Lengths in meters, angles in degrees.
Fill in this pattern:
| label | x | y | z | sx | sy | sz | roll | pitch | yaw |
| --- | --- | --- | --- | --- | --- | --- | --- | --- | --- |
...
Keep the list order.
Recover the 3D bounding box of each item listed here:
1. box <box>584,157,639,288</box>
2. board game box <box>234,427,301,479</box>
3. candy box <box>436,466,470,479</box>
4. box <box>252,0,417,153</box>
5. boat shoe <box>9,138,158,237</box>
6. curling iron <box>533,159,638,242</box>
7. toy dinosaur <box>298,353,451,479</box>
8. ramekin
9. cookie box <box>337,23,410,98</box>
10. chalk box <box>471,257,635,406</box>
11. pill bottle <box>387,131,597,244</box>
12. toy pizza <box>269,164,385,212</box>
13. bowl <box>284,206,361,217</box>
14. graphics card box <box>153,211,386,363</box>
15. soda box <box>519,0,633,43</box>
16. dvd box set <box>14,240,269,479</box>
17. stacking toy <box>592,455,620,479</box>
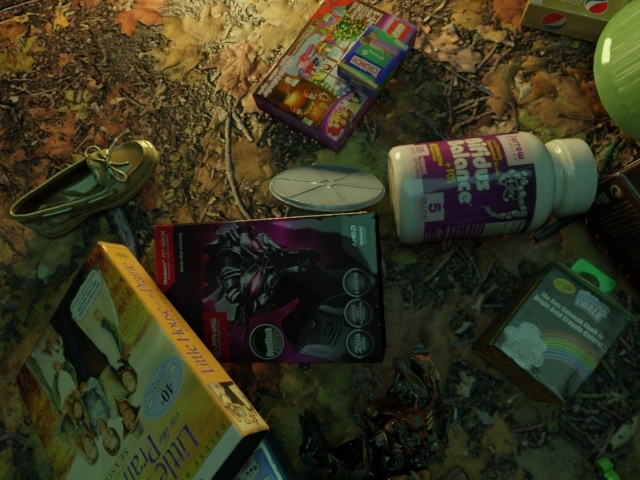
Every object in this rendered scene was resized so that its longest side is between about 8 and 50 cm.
| label | x | y | z | sx | sy | sz | roll | pitch | yaw |
| --- | --- | --- | --- | --- | --- | --- | --- | --- | --- |
| box | 0.599 | 0.028 | 0.669 | 0.191 | 0.143 | 0.381 | -30 | 78 | -3 |
| board game box | -0.132 | 0.503 | 0.663 | 0.308 | 0.086 | 0.302 | -32 | 74 | -3 |
| candy box | 0.229 | 0.432 | 0.601 | 0.070 | 0.165 | 0.196 | -30 | 74 | -1 |
| box | 0.031 | -0.344 | 0.895 | 0.201 | 0.057 | 0.293 | 32 | 80 | 13 |
| boat shoe | -0.449 | -0.107 | 0.866 | 0.285 | 0.089 | 0.104 | -37 | 73 | -5 |
| curling iron | 0.494 | -0.070 | 0.778 | 0.274 | 0.035 | 0.068 | -28 | 73 | -2 |
| toy dinosaur | 0.094 | 0.330 | 0.649 | 0.218 | 0.164 | 0.321 | 7 | 74 | -21 |
| ramekin | 0.642 | -0.308 | 0.735 | 0.304 | 0.148 | 0.303 | 0 | 85 | -2 |
| cookie box | 0.098 | -0.333 | 0.834 | 0.092 | 0.040 | 0.107 | 36 | 82 | 10 |
| chalk box | 0.361 | 0.126 | 0.690 | 0.132 | 0.132 | 0.213 | 41 | 82 | 16 |
| pill bottle | 0.270 | -0.089 | 0.740 | 0.302 | 0.169 | 0.169 | -7 | 74 | 5 |
| toy pizza | 0.011 | -0.087 | 0.784 | 0.201 | 0.201 | 0.032 | 7 | 119 | 8 |
| bowl | 0.000 | 0.000 | 0.805 | 0.142 | 0.053 | 0.142 | 12 | 76 | 9 |
| graphics card box | -0.083 | 0.078 | 0.731 | 0.371 | 0.094 | 0.232 | -2 | 90 | 10 |
| soda box | 0.492 | -0.439 | 0.867 | 0.181 | 0.061 | 0.058 | 21 | 78 | 12 |
| dvd box set | -0.298 | 0.241 | 0.669 | 0.420 | 0.062 | 0.307 | 41 | 100 | 31 |
| stacking toy | 0.400 | 0.441 | 0.618 | 0.167 | 0.052 | 0.221 | -24 | 66 | -9 |
